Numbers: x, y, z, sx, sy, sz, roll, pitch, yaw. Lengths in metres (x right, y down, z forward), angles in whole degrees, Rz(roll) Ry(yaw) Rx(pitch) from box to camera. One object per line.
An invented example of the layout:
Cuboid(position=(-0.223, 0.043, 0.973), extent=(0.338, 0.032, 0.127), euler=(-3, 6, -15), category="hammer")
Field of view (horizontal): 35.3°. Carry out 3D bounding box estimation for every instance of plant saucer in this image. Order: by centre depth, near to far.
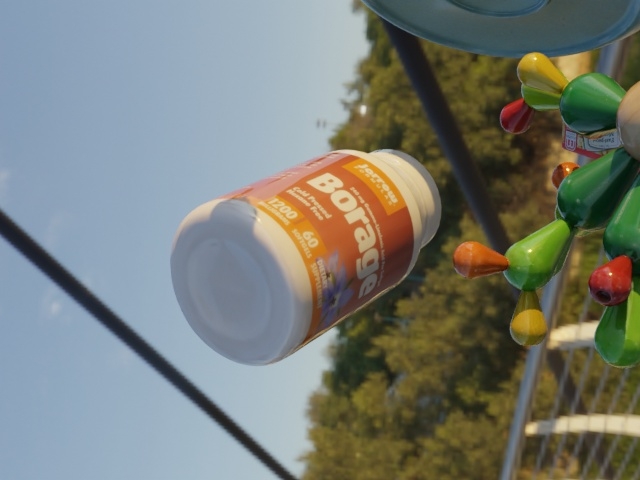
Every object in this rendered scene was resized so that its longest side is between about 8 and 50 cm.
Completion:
Cuboid(position=(0.148, -0.229, 0.851), extent=(0.317, 0.318, 0.043), euler=(73, -151, -75), category="plant saucer")

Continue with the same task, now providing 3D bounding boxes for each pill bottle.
Cuboid(position=(0.000, 0.000, 0.758), extent=(0.216, 0.121, 0.121), euler=(-29, -51, -49), category="pill bottle")

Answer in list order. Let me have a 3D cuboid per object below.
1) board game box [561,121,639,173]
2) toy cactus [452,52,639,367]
Cuboid(position=(0.350, -0.097, 0.964), extent=(0.193, 0.147, 0.045), euler=(-145, 50, -61), category="board game box")
Cuboid(position=(0.156, -0.045, 0.557), extent=(0.180, 0.112, 0.219), euler=(-53, 21, 42), category="toy cactus")
